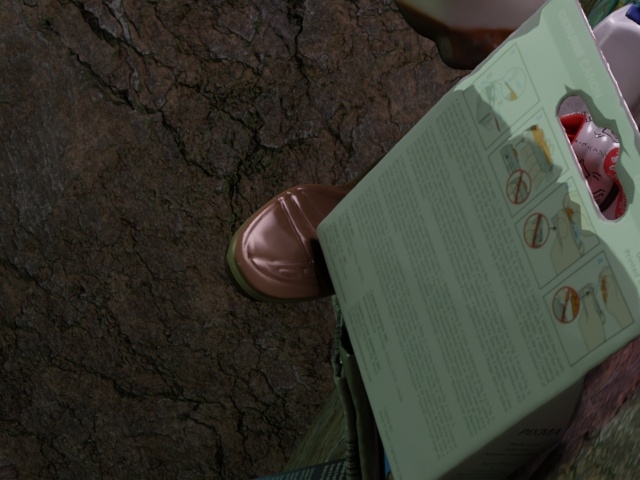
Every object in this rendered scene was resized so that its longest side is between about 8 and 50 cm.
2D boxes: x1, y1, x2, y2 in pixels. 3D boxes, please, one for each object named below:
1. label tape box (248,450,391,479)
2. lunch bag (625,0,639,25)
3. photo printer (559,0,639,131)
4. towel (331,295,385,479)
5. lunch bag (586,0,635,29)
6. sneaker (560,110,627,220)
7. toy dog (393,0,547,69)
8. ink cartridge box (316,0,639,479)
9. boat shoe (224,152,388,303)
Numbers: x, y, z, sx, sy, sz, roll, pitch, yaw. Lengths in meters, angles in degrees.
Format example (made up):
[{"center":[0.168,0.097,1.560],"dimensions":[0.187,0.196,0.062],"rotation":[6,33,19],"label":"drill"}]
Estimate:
[{"center":[-0.010,0.391,1.635],"dimensions":[0.333,0.106,0.240],"rotation":[-16,15,15],"label":"label tape box"},{"center":[0.408,-0.256,1.116],"dimensions":[0.221,0.138,0.293],"rotation":[-58,-13,17],"label":"lunch bag"},{"center":[0.307,-0.145,1.374],"dimensions":[0.256,0.107,0.307],"rotation":[-54,-9,26],"label":"photo printer"},{"center":[0.040,0.204,1.405],"dimensions":[0.312,0.056,0.324],"rotation":[-81,-12,-71],"label":"towel"},{"center":[0.421,-0.297,1.616],"dimensions":[0.279,0.108,0.224],"rotation":[-59,0,-11],"label":"lunch bag"},{"center":[0.257,-0.052,1.168],"dimensions":[0.090,0.145,0.270],"rotation":[-59,0,-4],"label":"sneaker"},{"center":[0.249,-0.336,1.336],"dimensions":[0.408,0.395,0.285],"rotation":[-25,-48,-21],"label":"toy dog"},{"center":[0.166,0.016,1.095],"dimensions":[0.385,0.091,0.308],"rotation":[-44,51,40],"label":"ink cartridge box"},{"center":[0.000,0.000,1.368],"dimensions":[0.123,0.123,0.342],"rotation":[-35,-2,40],"label":"boat shoe"}]
